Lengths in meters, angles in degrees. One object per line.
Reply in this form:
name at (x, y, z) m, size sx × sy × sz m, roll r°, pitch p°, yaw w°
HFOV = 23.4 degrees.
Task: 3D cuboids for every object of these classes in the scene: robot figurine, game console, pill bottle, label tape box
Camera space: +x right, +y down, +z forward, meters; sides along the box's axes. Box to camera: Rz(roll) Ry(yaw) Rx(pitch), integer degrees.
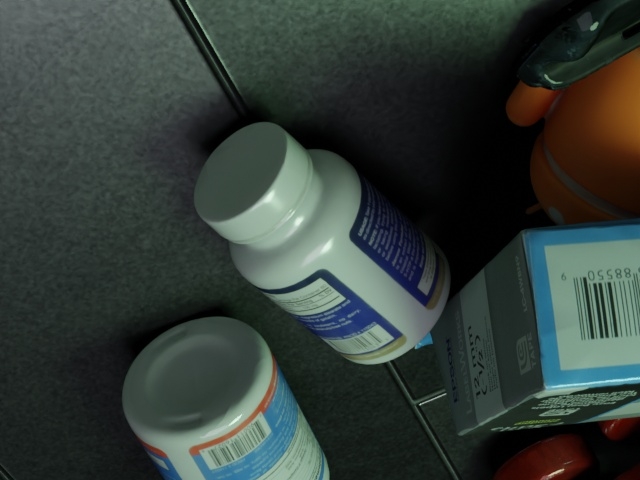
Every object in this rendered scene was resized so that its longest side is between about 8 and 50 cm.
robot figurine at (0.229, -0.081, 1.085) m, size 0.158 × 0.128 × 0.219 m, roll -1°, pitch 133°, yaw -31°
game console at (0.273, -0.197, 0.918) m, size 0.361 × 0.044 × 0.213 m, roll -30°, pitch 164°, yaw -16°
pill bottle at (-0.065, 0.174, 1.245) m, size 0.124 × 0.124 × 0.221 m, roll -20°, pitch 134°, yaw 4°
label tape box at (0.225, 0.074, 1.124) m, size 0.249 × 0.115 × 0.348 m, roll -5°, pitch 165°, yaw -10°
pill bottle at (0.000, 0.000, 1.112) m, size 0.112 × 0.112 × 0.186 m, roll -35°, pitch 130°, yaw 17°

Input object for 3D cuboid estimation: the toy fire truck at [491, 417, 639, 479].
toy fire truck at (0.315, 0.239, 1.391) m, size 0.302 × 0.169 × 0.254 m, roll -43°, pitch 146°, yaw 25°
